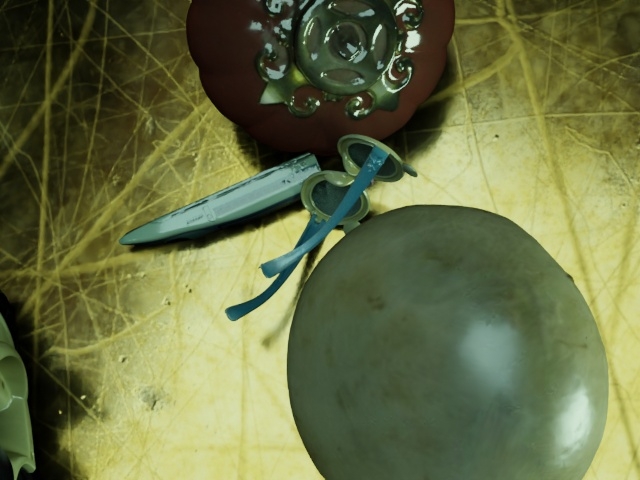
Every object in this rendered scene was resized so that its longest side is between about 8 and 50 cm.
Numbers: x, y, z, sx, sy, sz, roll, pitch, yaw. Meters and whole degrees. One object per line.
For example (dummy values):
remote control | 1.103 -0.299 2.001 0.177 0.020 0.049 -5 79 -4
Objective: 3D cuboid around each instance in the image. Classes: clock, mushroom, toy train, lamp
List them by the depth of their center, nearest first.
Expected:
mushroom | 0.143 0.138 1.444 0.362 0.294 0.362 6 99 37
clock | -0.369 0.229 1.472 0.120 0.276 0.379 -12 81 2
lamp | 0.000 -0.244 1.526 0.303 0.257 0.303 -5 110 -13
toy train | -0.115 -0.033 1.607 0.251 0.055 0.048 -24 86 1

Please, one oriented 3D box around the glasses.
glasses | -0.021 -0.022 1.480 0.220 0.189 0.088 -36 85 -32
